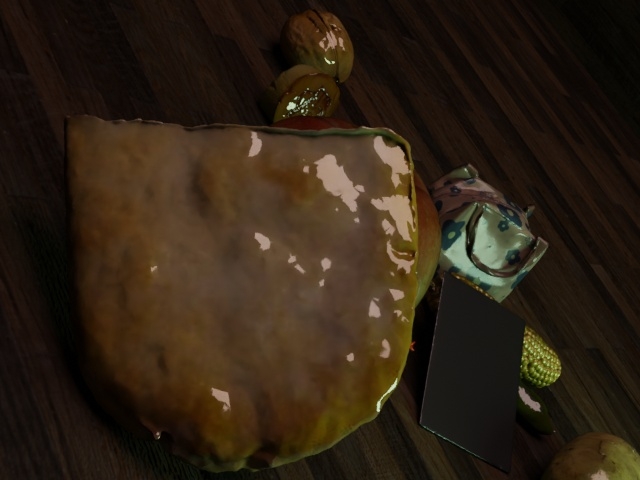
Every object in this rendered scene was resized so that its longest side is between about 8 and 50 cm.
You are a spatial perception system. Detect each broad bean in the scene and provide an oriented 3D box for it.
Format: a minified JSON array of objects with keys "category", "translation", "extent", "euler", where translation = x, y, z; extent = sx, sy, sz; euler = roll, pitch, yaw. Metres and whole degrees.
[{"category":"broad bean","translation":[0.323,0.251,1.837],"extent":[0.254,0.046,0.065],"euler":[43,44,-1]}]

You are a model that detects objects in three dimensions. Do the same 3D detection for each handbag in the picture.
[{"category":"handbag","translation":[0.290,-0.011,1.980],"extent":[0.251,0.193,0.190],"euler":[30,28,-27]}]

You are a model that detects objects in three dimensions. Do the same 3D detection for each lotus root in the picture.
[{"category":"lotus root","translation":[0.445,0.406,1.700],"extent":[0.160,0.146,0.284],"euler":[33,18,20]}]

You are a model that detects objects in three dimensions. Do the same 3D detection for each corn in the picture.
[{"category":"corn","translation":[0.309,0.162,1.882],"extent":[0.310,0.101,0.101],"euler":[39,30,-12]}]

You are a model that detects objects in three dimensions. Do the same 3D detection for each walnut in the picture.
[{"category":"walnut","translation":[-0.009,-0.401,2.162],"extent":[0.144,0.144,0.180],"euler":[8,54,-47]}]

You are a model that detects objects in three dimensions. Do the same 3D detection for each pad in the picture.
[{"category":"pad","translation":[0.260,0.215,1.743],"extent":[0.202,0.005,0.300],"euler":[31,51,-23]}]

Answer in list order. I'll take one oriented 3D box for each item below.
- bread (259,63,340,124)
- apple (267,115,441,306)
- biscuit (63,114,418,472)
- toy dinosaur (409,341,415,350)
[{"category":"bread","translation":[-0.033,-0.273,1.982],"extent":[0.156,0.125,0.086],"euler":[1,33,-46]},{"category":"apple","translation":[0.000,0.000,1.500],"extent":[0.338,0.305,0.338],"euler":[29,24,-14]},{"category":"biscuit","translation":[-0.086,0.051,1.260],"extent":[0.429,0.104,0.446],"euler":[-4,77,-7]},{"category":"toy dinosaur","translation":[0.102,0.045,1.748],"extent":[0.070,0.117,0.288],"euler":[4,46,-50]}]
